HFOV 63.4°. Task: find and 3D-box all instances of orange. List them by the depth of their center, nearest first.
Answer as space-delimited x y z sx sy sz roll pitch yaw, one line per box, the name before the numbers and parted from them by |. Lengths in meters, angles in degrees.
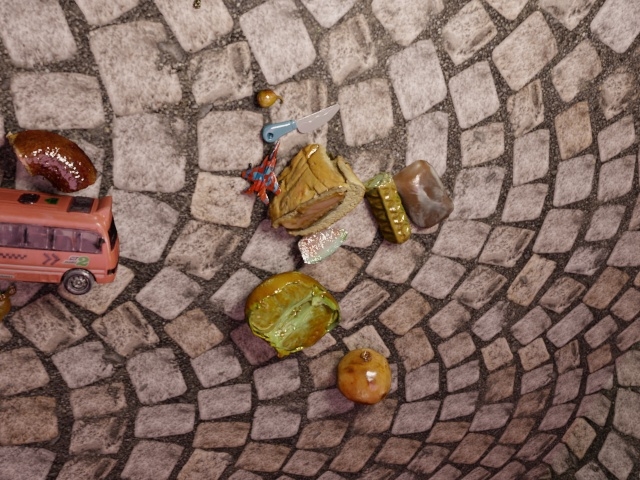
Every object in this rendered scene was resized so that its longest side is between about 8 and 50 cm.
orange | -0.091 0.227 1.711 0.263 0.196 0.335 -39 121 22

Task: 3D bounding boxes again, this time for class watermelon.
watermelon | 0.004 0.008 1.695 0.180 0.081 0.094 -18 108 -28

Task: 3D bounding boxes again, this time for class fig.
fig | -0.136 -0.390 1.425 0.083 0.050 0.050 -7 123 -40

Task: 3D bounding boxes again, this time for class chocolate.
chocolate | 0.352 -0.139 1.723 0.157 0.080 0.254 -36 124 3

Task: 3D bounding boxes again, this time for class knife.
knife | -0.053 -0.336 1.499 0.244 0.032 0.058 -20 122 -13

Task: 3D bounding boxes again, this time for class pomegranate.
pomegranate | 0.167 0.509 1.957 0.215 0.215 0.215 -9 122 -15

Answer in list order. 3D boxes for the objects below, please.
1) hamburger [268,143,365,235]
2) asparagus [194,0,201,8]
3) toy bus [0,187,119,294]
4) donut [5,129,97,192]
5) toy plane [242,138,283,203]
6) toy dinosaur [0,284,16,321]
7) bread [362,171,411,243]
hamburger | -0.010 -0.166 1.513 0.162 0.208 0.330 14 150 -36
asparagus | -0.287 -0.624 1.246 0.018 0.015 0.127 7 117 -22
toy bus | -0.742 -0.013 1.331 0.427 0.203 0.233 5 112 -20
donut | -0.670 -0.202 1.297 0.144 0.126 0.186 -30 125 -10
toy plane | -0.153 -0.206 1.506 0.130 0.061 0.189 28 98 10
toy dinosaur | -0.915 0.204 1.492 0.126 0.039 0.162 -17 125 -12
bread | 0.225 -0.096 1.698 0.098 0.087 0.269 -29 124 -3
